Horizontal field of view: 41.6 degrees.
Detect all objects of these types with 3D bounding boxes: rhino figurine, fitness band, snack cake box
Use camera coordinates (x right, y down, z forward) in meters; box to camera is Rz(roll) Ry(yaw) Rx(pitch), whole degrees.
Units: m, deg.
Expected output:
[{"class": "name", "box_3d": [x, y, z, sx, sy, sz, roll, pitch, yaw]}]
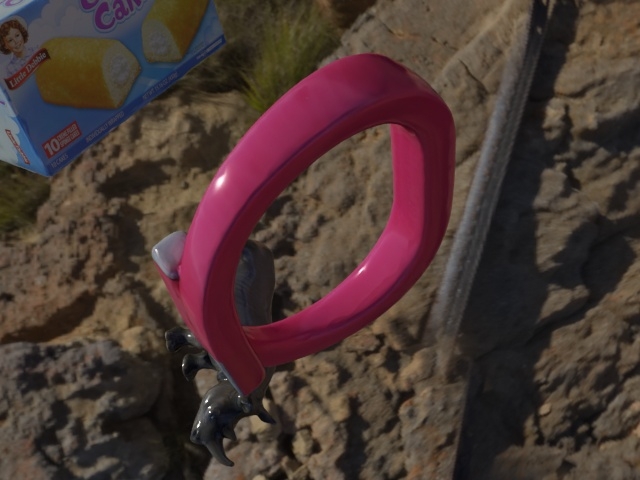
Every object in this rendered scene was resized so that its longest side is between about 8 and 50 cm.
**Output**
[{"class": "rhino figurine", "box_3d": [-0.090, 0.098, 0.814, 0.106, 0.073, 0.243, -13, 56, 13]}, {"class": "fitness band", "box_3d": [0.000, 0.000, 0.567, 0.209, 0.291, 0.054, -37, 64, -14]}, {"class": "snack cake box", "box_3d": [-0.227, -0.204, 0.833, 0.089, 0.264, 0.152, 19, 140, 34]}]
